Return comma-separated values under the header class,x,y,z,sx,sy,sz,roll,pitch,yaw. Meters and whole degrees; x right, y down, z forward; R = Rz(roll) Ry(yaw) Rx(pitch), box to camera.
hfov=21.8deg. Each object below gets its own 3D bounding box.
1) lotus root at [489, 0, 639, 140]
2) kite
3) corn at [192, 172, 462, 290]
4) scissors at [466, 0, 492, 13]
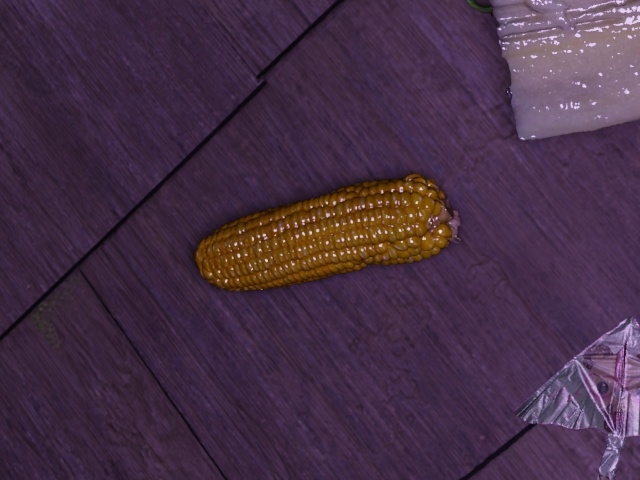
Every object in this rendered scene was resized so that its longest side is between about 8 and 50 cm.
class,x,y,z,sx,sy,sz,roll,pitch,yaw
lotus root,0.303,-0.266,1.676,0.260,0.149,0.267,-10,112,14
kite,0.313,0.204,1.751,0.229,0.012,0.250,10,93,22
corn,-0.001,-0.002,1.832,0.313,0.102,0.102,-14,83,20
scissors,0.243,-0.317,1.788,0.204,0.027,0.101,-16,83,22
